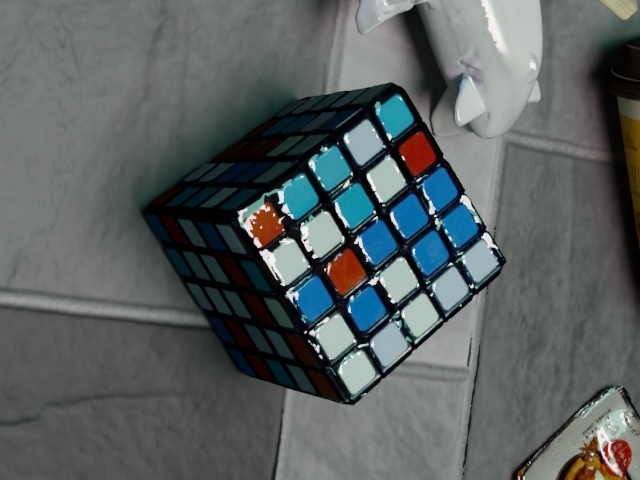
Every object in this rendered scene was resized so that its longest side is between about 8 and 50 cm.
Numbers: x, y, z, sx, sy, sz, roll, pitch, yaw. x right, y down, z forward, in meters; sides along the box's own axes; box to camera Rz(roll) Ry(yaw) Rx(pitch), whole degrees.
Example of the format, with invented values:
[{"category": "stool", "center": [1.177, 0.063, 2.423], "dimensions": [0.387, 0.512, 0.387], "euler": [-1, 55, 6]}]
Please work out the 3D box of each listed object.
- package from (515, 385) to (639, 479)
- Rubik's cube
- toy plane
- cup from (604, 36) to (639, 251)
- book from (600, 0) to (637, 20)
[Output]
[{"category": "package", "center": [0.298, 0.277, 1.425], "dimensions": [0.154, 0.030, 0.239], "euler": [-40, 110, -24]}, {"category": "Rubik's cube", "center": [0.000, 0.000, 1.154], "dimensions": [0.182, 0.187, 0.184], "euler": [-39, 108, -21]}, {"category": "toy plane", "center": [0.127, -0.220, 1.250], "dimensions": [0.267, 0.122, 0.267], "euler": [2, 87, -48]}, {"category": "cup", "center": [0.377, -0.066, 1.371], "dimensions": [0.196, 0.196, 0.279], "euler": [-15, 107, -28]}, {"category": "book", "center": [0.214, -0.314, 1.273], "dimensions": [0.162, 0.022, 0.232], "euler": [34, 39, -28]}]
